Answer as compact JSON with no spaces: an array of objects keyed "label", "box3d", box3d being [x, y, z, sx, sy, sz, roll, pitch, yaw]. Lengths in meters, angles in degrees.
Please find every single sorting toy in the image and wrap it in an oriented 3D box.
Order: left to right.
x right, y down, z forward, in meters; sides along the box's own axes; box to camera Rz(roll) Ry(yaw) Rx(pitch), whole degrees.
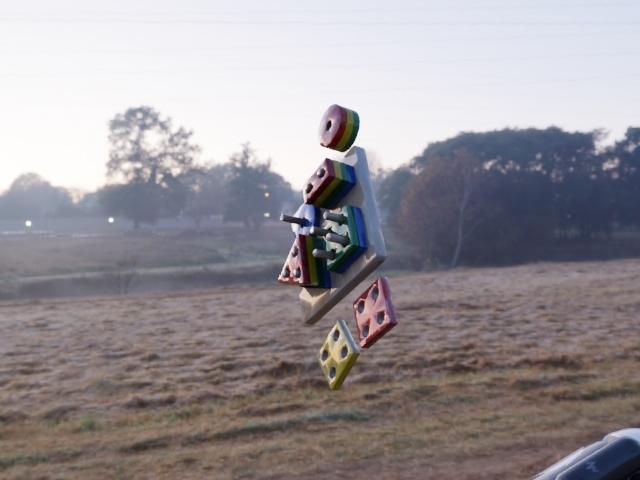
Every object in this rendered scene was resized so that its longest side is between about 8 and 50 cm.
[{"label":"sorting toy","box3d":[0.000,0.000,0.629,0.046,0.274,0.132,13,-39,-28]}]

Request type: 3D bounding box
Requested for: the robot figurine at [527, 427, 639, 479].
[{"label":"robot figurine","box3d":[0.312,0.327,0.731,0.278,0.173,0.209,-27,-17,-9]}]
